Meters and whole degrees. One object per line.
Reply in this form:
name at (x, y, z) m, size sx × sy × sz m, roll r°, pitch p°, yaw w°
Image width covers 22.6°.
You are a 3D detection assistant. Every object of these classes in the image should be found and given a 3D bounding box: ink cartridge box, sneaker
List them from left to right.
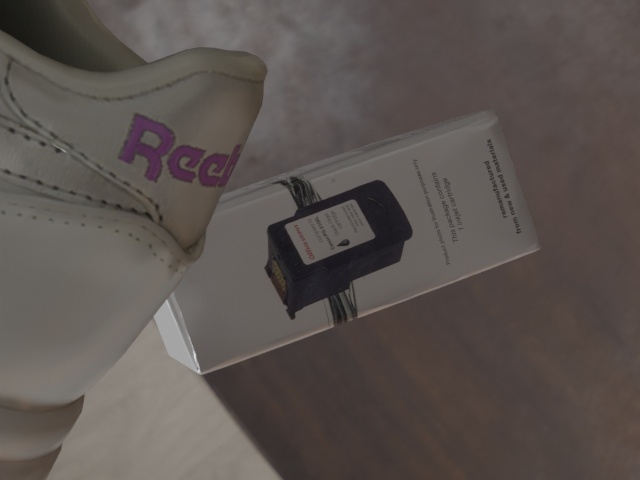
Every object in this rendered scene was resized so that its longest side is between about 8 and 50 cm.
sneaker at (-0.141, -0.084, 0.366) m, size 0.305 × 0.114 × 0.152 m, roll 42°, pitch 104°, yaw 6°
ink cartridge box at (0.000, 0.000, 1.064) m, size 0.237 × 0.172 × 0.100 m, roll -19°, pitch 93°, yaw -11°
